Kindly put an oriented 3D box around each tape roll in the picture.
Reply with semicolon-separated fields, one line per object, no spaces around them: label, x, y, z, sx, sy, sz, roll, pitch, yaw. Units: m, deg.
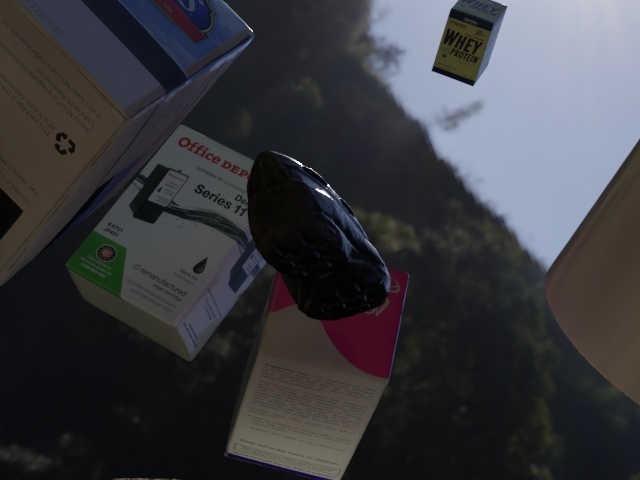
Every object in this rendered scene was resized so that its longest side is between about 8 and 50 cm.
tape roll;0.338;0.033;1.391;0.246;0.246;0.169;55;-53;37

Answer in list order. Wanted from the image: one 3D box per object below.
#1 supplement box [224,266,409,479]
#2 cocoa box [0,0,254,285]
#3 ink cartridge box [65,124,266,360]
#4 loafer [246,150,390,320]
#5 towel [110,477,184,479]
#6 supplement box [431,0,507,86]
supplement box;-0.007;0.110;1.400;0.220;0.113;0.111;107;-3;-59
cocoa box;-0.278;-0.186;1.331;0.347;0.228;0.231;45;-56;0
ink cartridge box;-0.143;-0.001;1.716;0.153;0.208;0.087;27;-23;24
loafer;0.000;0.000;1.176;0.223;0.076;0.078;52;22;-65
towel;-0.042;0.254;1.353;0.282;0.187;0.049;39;54;-52
supplement box;0.181;-0.245;1.962;0.056;0.083;0.083;21;-60;9
